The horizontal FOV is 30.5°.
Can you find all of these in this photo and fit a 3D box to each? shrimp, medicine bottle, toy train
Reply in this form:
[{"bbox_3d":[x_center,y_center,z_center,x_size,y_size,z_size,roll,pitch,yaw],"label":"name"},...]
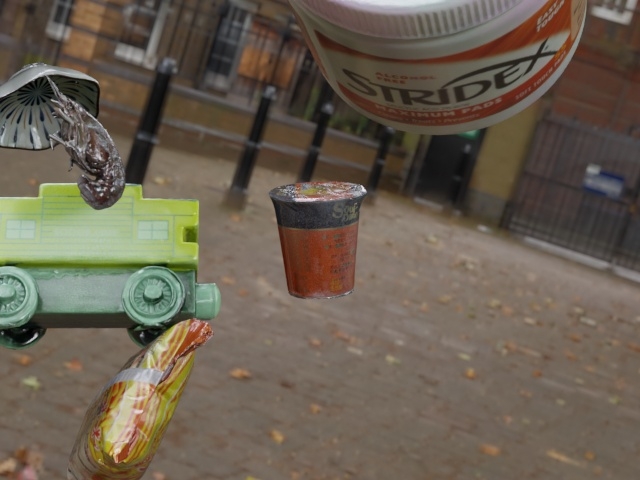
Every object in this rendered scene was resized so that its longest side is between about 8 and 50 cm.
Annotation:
[{"bbox_3d":[-0.275,-0.113,1.341,0.165,0.065,0.056,56,-12,4],"label":"shrimp"},{"bbox_3d":[0.091,-0.240,0.961,0.252,0.252,0.241,19,-13,18],"label":"medicine bottle"},{"bbox_3d":[-0.388,0.040,1.959,0.442,0.272,0.179,0,-23,-6],"label":"toy train"}]

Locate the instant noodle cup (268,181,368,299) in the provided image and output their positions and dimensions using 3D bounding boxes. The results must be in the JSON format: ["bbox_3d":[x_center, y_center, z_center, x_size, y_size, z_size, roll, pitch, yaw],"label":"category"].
[{"bbox_3d":[-0.002,0.000,1.510,0.127,0.136,0.127,-2,13,1],"label":"instant noodle cup"}]

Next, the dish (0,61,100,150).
[{"bbox_3d":[-0.436,-0.219,1.819,0.190,0.190,0.066,10,48,-52],"label":"dish"}]

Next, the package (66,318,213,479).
[{"bbox_3d":[-0.251,0.237,1.523,0.108,0.288,0.223,27,50,-6],"label":"package"}]
